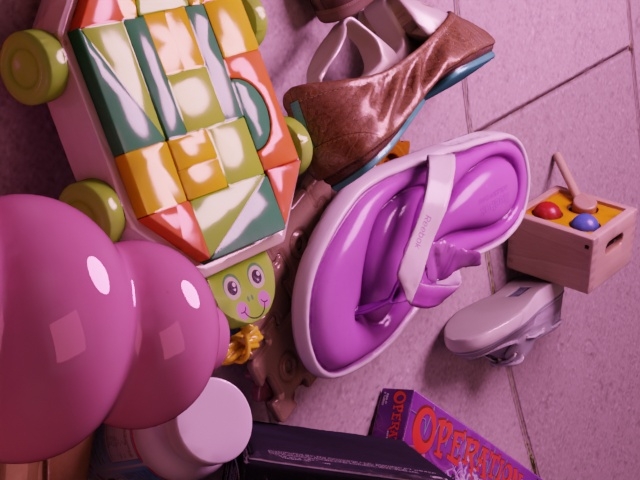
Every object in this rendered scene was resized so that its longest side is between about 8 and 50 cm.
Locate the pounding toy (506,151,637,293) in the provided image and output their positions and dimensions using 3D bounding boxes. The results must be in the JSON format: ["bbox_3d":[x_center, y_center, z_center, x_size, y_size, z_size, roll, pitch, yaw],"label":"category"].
[{"bbox_3d":[0.296,-0.024,1.704,0.141,0.130,0.100,-29,129,-46],"label":"pounding toy"}]

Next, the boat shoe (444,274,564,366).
[{"bbox_3d":[0.219,0.103,1.649,0.227,0.079,0.081,-26,110,-51],"label":"boat shoe"}]

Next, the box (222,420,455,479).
[{"bbox_3d":[-0.004,0.315,1.202,0.294,0.182,0.296,174,-76,-84],"label":"box"}]

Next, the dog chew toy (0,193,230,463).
[{"bbox_3d":[-0.216,0.057,0.942,0.331,0.206,0.207,6,91,-30],"label":"dog chew toy"}]

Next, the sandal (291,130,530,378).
[{"bbox_3d":[0.114,-0.009,1.421,0.416,0.102,0.169,-40,122,-44],"label":"sandal"}]

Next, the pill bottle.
[{"bbox_3d":[-0.122,0.150,1.147,0.087,0.160,0.087,9,74,-32],"label":"pill bottle"}]

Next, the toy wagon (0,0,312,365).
[{"bbox_3d":[-0.104,-0.069,1.163,0.267,0.068,0.344,-24,95,-51],"label":"toy wagon"}]

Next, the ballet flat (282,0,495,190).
[{"bbox_3d":[0.064,-0.168,1.395,0.124,0.116,0.342,55,42,-7],"label":"ballet flat"}]

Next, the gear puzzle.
[{"bbox_3d":[0.000,0.000,1.395,0.339,0.044,0.175,-53,131,-37],"label":"gear puzzle"}]

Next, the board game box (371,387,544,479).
[{"bbox_3d":[0.149,0.319,1.604,0.347,0.056,0.208,37,56,-47],"label":"board game box"}]

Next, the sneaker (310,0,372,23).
[{"bbox_3d":[0.050,-0.283,1.393,0.188,0.066,0.071,-48,125,-38],"label":"sneaker"}]

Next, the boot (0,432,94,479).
[{"bbox_3d":[-0.252,0.147,1.064,0.236,0.089,0.270,-1,95,-59],"label":"boot"}]
